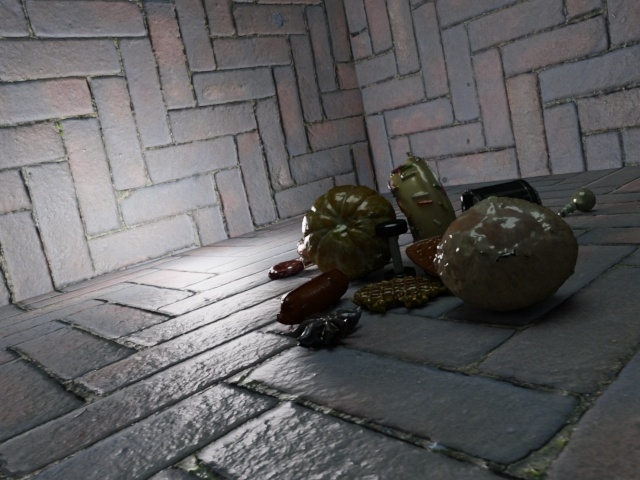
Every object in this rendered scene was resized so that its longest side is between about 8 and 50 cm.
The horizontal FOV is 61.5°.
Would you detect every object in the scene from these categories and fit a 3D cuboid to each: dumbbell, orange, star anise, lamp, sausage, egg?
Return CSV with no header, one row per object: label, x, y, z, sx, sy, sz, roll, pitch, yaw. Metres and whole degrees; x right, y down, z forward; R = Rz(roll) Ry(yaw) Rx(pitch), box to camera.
dumbbell,0.228,0.037,1.632,0.100,0.191,0.100,-11,9,2
orange,0.097,-0.031,1.798,0.328,0.330,0.249,-10,-13,10
star anise,0.011,0.207,1.276,0.180,0.061,0.204,-8,10,29
lamp,0.997,-0.136,2.108,0.163,0.091,0.091,-31,13,-11
lamp,0.643,-0.103,1.905,0.271,0.205,0.374,-14,-3,14
sausage,-0.013,0.156,1.513,0.102,0.102,0.330,-6,9,31
egg,0.410,0.035,1.213,0.310,0.280,0.279,1,14,30

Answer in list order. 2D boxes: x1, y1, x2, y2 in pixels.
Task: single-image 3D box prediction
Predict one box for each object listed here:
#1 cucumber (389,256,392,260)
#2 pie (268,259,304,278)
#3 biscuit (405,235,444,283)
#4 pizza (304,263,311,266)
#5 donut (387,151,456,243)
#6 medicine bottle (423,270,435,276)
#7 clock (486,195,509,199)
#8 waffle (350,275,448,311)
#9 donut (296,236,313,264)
cucumber,0.186,0.058,2.017,0.078,0.062,0.211,-36,10,-26
pie,-0.137,0.113,2.122,0.153,0.038,0.153,-12,11,2
biscuit,0.366,0.048,1.433,0.279,0.183,0.043,3,-24,14
pizza,0.040,0.050,2.110,0.182,0.074,0.365,-36,13,-31
donut,0.342,-0.077,1.733,0.150,0.371,0.307,-25,23,5
medicine bottle,0.317,0.071,1.573,0.092,0.061,0.220,27,-1,9
clock,0.513,-0.027,1.589,0.307,0.096,0.235,-8,-42,-49
waffle,0.208,0.142,1.462,0.228,0.051,0.231,-18,10,-31
donut,0.000,0.000,2.028,0.232,0.085,0.199,-31,16,30
